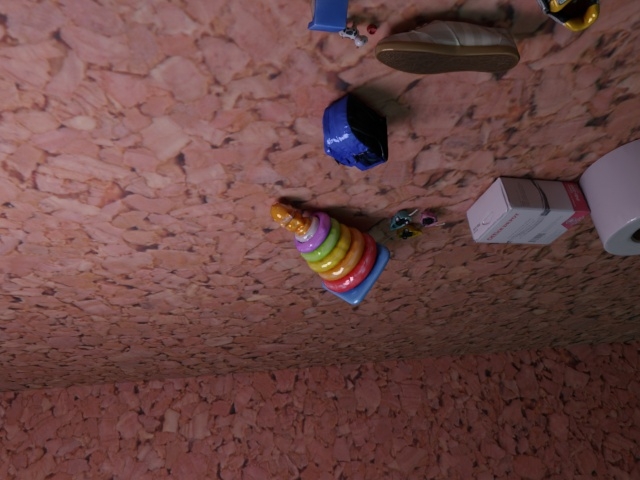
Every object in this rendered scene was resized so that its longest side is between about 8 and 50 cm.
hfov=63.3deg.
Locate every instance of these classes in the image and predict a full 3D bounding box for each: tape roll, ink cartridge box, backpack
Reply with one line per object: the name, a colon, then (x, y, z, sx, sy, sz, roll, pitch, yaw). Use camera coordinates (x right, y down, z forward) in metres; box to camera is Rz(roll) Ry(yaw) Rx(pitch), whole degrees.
tape roll: (0.724, -0.095, 1.144, 0.246, 0.169, 0.246, -6, 152, -3)
ink cartridge box: (0.481, -0.065, 1.221, 0.218, 0.092, 0.158, 0, 151, -18)
backpack: (0.052, -0.181, 0.896, 0.101, 0.097, 0.120, -21, 150, 30)

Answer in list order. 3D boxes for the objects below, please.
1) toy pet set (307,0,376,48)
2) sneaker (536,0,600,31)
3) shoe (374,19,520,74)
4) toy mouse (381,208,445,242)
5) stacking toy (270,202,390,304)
toy pet set: (0.046, -0.310, 0.690, 0.114, 0.065, 0.122, 1, 150, -15)
sneaker: (0.294, -0.348, 0.652, 0.225, 0.092, 0.088, 18, 143, -37)
shoe: (0.188, -0.291, 0.780, 0.219, 0.058, 0.076, 0, 171, -7)
toy mouse: (0.223, -0.051, 1.248, 0.161, 0.031, 0.143, -9, 152, 3)
stacking toy: (0.000, 0.000, 1.191, 0.302, 0.165, 0.175, 37, 173, -32)
